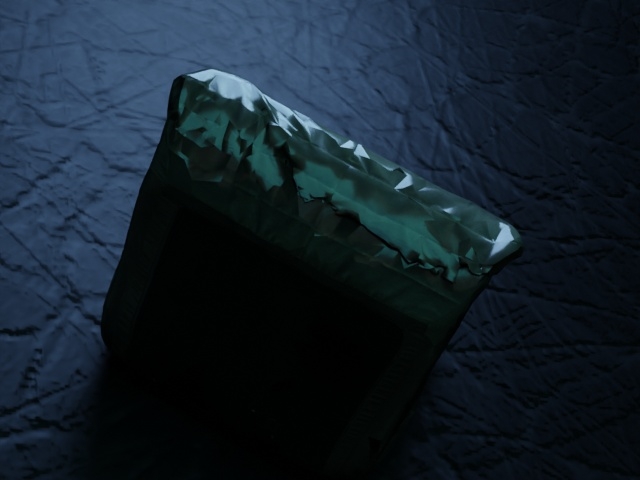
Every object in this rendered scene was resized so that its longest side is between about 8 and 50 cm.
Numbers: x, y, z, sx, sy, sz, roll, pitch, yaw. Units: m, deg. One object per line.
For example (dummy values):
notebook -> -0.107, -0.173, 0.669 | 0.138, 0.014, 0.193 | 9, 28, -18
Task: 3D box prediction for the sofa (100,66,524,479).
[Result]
sofa -> 0.000, 0.000, 0.896 | 0.210, 0.225, 0.176 | 28, 48, 5
